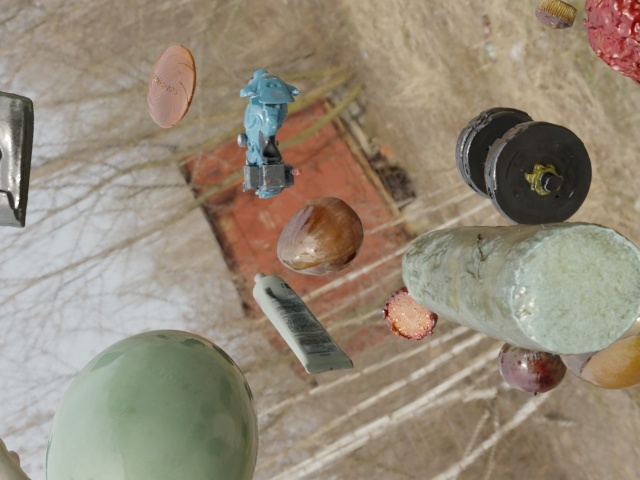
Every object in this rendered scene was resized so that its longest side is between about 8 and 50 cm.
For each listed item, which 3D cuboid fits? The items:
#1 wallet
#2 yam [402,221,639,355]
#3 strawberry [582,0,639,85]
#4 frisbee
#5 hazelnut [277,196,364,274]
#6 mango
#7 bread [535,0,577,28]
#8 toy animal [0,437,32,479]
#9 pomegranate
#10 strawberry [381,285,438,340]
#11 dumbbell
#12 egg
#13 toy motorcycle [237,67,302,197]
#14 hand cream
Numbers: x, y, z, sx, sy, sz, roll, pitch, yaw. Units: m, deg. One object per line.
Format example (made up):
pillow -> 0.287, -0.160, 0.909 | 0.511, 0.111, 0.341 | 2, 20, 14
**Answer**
wallet -> -0.599, -0.149, 1.617 | 0.052, 0.168, 0.245 | -62, -18, -73
yam -> 0.187, 0.039, 0.961 | 0.133, 0.133, 0.330 | 63, 162, -14
strawberry -> 0.455, -0.280, 1.312 | 0.236, 0.111, 0.190 | 50, 180, -36
frisbee -> -0.349, -0.354, 2.067 | 0.035, 0.192, 0.192 | 8, -136, -41
hazelnut -> 0.000, 0.000, 2.088 | 0.176, 0.214, 0.214 | 53, -179, -4
mango -> 0.382, 0.107, 1.125 | 0.236, 0.166, 0.136 | 102, 146, -63
bread -> 0.485, -0.465, 1.871 | 0.085, 0.053, 0.085 | 22, -172, -3
toy animal -> -0.592, 0.398, 1.586 | 0.282, 0.140, 0.138 | 56, 145, 2
pomegranate -> 0.392, 0.207, 1.673 | 0.129, 0.129, 0.159 | -115, 21, -71
strawberry -> 0.229, 0.178, 2.247 | 0.145, 0.145, 0.086 | 63, -159, 4
dumbbell -> 0.360, -0.140, 1.647 | 0.185, 0.185, 0.388 | 63, -178, -15
egg -> -0.220, 0.270, 1.213 | 0.276, 0.276, 0.389 | 63, -169, -16
toy motorcycle -> -0.107, -0.223, 1.851 | 0.182, 0.123, 0.272 | -175, 81, -69
hand cream -> -0.059, 0.181, 2.007 | 0.341, 0.124, 0.078 | 49, 128, 42
